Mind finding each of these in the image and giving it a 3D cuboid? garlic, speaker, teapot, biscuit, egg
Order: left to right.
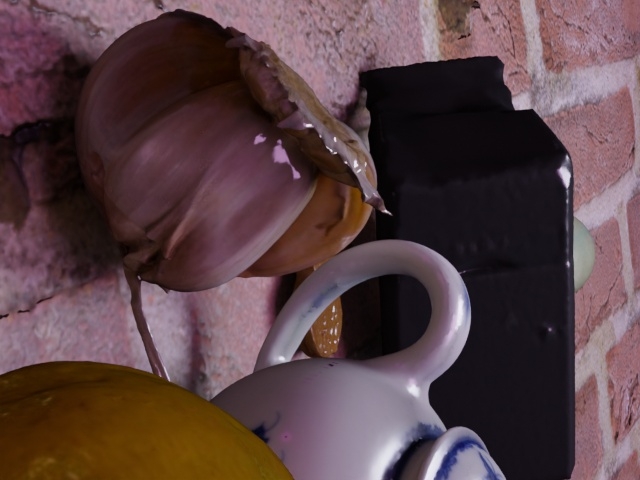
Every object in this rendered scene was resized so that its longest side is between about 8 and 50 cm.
[{"bbox_3d":[-0.048,-0.015,0.710,0.207,0.207,0.256,36,48,-54],"label":"garlic"},{"bbox_3d":[-0.001,0.000,0.987,0.138,0.031,0.205,32,58,-63],"label":"biscuit"},{"bbox_3d":[0.029,0.203,0.774,0.252,0.280,0.424,35,57,-56],"label":"teapot"},{"bbox_3d":[0.135,0.038,1.093,0.184,0.180,0.388,-107,-168,-67],"label":"speaker"},{"bbox_3d":[0.271,0.018,1.384,0.152,0.114,0.114,-9,96,-59],"label":"egg"}]

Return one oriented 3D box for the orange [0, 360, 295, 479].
[{"bbox_3d":[-0.119,0.195,0.539,0.235,0.279,0.279,-7,95,-32],"label":"orange"}]
